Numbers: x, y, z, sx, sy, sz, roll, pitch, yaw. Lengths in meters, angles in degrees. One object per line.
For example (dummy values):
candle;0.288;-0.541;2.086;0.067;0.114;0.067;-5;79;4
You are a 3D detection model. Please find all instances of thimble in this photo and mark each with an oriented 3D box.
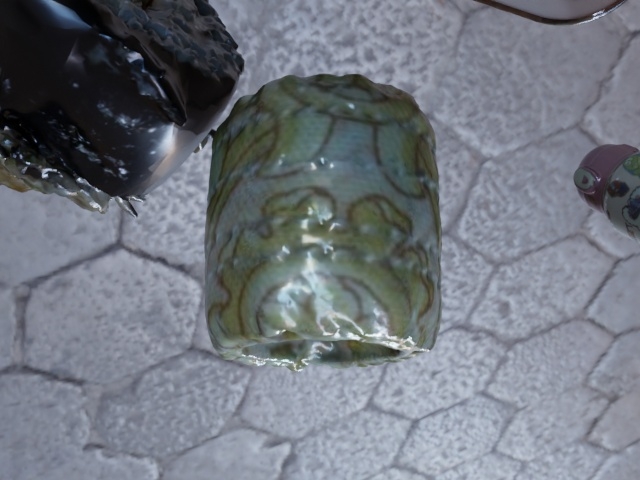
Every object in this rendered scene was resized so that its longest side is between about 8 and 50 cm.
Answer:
thimble;0.000;0.000;0.528;0.137;0.143;0.190;1;166;-5

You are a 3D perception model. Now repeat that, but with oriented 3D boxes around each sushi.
sushi;-0.190;-0.115;0.647;0.218;0.225;0.238;-38;109;20

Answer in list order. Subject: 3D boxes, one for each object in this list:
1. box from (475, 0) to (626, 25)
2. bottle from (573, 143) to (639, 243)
box;0.011;-0.249;0.359;0.229;0.339;0.239;-39;149;-70
bottle;0.415;-0.045;1.064;0.120;0.253;0.120;-12;117;-25
